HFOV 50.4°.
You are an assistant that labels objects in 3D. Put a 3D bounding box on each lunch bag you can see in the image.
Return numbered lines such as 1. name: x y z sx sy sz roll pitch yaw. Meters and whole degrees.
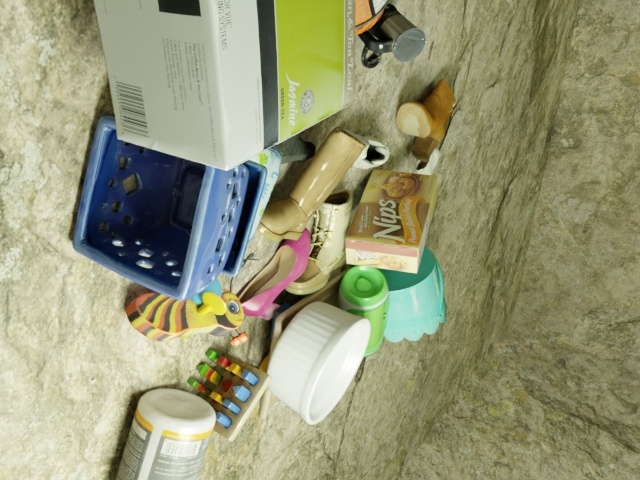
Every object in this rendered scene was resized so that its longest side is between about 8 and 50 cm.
1. lunch bag: -0.175 -0.104 1.323 0.176 0.090 0.219 18 94 -62

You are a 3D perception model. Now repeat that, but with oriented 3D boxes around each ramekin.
1. ramekin: -0.008 0.279 1.608 0.277 0.135 0.277 -49 154 -34

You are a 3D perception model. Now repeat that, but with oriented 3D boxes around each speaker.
1. speaker: 0.110 0.192 1.796 0.131 0.131 0.296 -48 155 -30

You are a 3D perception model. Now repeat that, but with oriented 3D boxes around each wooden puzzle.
1. wooden puzzle: -0.056 0.248 1.760 0.348 0.080 0.322 -37 147 -50

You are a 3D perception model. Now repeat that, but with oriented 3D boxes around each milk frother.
1. milk frother: 0.163 -0.453 1.593 0.129 0.134 0.143 -29 140 -3

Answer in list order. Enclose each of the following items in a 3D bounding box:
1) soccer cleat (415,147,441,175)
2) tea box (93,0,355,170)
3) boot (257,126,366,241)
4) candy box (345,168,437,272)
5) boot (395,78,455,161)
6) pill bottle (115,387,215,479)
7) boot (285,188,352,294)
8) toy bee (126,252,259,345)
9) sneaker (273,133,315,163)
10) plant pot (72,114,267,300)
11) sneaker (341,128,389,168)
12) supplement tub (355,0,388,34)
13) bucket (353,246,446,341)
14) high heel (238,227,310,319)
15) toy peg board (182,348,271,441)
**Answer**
1. soccer cleat: 0.320 -0.199 2.113 0.076 0.068 0.196 -7 116 -41
2. tea box: -0.119 -0.321 0.946 0.323 0.220 0.329 -35 134 -45
3. boot: -0.031 -0.129 1.480 0.269 0.089 0.236 -53 166 12
4. candy box: 0.190 -0.059 1.769 0.316 0.183 0.087 -67 158 -46
5. boot: 0.308 -0.379 1.939 0.211 0.104 0.295 -65 156 -15
6. pill bottle: -0.327 0.460 1.394 0.162 0.162 0.278 3 108 -59
7. boot: 0.000 0.000 1.680 0.262 0.095 0.203 -36 139 -45
8. toy bee: -0.213 0.138 1.325 0.298 0.162 0.195 -25 172 -23
9. sneaker: -0.062 -0.218 1.470 0.170 0.051 0.089 -23 134 -47
10. plant pot: -0.233 -0.060 1.126 0.212 0.236 0.236 -10 119 -64
11. sneaker: 0.128 -0.216 1.720 0.232 0.115 0.090 -3 112 -58
12. supplement tub: 0.025 -0.507 1.207 0.207 0.207 0.338 -65 169 -3
13. bucket: 0.226 0.140 1.980 0.281 0.281 0.183 -42 134 -37
14. high heel: -0.109 0.065 1.578 0.244 0.082 0.117 -59 145 -2
15. toy peg board: -0.221 0.327 1.494 0.161 0.161 0.079 -58 134 -17
